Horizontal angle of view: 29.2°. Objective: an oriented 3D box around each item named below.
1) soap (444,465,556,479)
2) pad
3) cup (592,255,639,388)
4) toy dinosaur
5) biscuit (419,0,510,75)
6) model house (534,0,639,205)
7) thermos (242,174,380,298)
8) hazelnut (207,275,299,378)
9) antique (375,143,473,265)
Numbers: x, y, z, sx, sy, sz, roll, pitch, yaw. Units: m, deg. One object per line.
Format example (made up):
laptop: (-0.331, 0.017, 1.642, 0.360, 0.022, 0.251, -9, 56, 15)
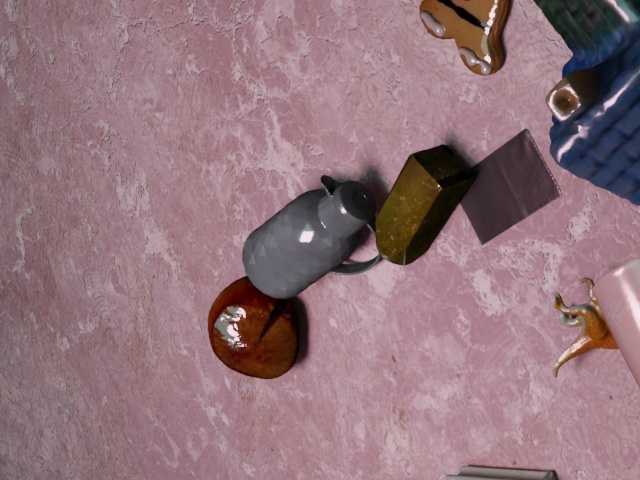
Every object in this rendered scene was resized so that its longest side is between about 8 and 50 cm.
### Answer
soap: (0.303, 0.435, 2.019, 0.198, 0.063, 0.115, -6, 101, 50)
pad: (0.283, -0.080, 1.898, 0.193, 0.004, 0.116, -36, 76, 48)
cup: (0.502, 0.102, 1.562, 0.253, 0.191, 0.200, -31, 70, 27)
toy dinosaur: (0.415, 0.121, 1.798, 0.142, 0.057, 0.212, 14, 127, 25)
biscuit: (0.235, -0.405, 1.799, 0.197, 0.049, 0.301, 42, 131, 28)
model house: (0.411, -0.302, 1.367, 0.445, 0.400, 0.395, 60, 141, 15)
thermos: (0.000, 0.000, 2.153, 0.182, 0.145, 0.286, 43, 139, -12)
hazelnut: (-0.126, 0.170, 2.342, 0.178, 0.178, 0.204, -12, 125, 50)
antique: (0.156, -0.048, 1.990, 0.081, 0.080, 0.221, 53, 139, 24)
